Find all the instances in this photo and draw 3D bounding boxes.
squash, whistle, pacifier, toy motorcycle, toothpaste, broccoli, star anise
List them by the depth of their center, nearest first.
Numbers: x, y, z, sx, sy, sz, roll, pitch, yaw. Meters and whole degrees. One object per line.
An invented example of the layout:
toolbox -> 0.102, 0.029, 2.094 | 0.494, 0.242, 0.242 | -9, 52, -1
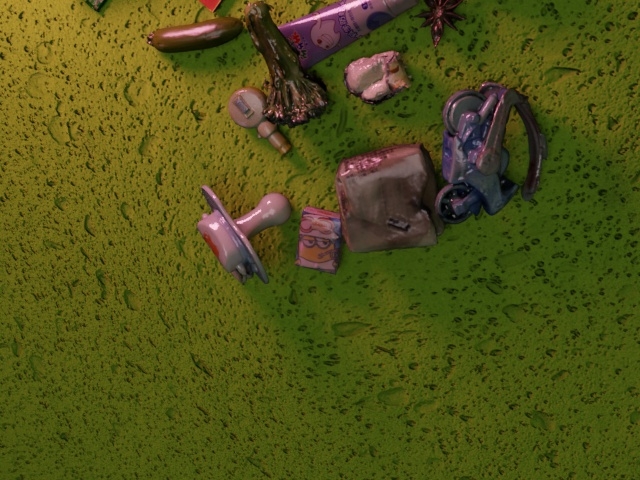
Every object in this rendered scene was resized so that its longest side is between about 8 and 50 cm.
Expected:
star anise -> 0.264, -0.492, 1.770 | 0.124, 0.056, 0.129 | 8, 97, 15
toy motorcycle -> 0.386, -0.186, 1.789 | 0.241, 0.182, 0.319 | 7, 111, 13
toothpaste -> 0.049, -0.496, 1.831 | 0.371, 0.080, 0.125 | -19, 108, 30
broccoli -> -0.096, -0.405, 1.835 | 0.165, 0.145, 0.304 | -13, 118, 21
squash -> -0.307, -0.492, 1.924 | 0.258, 0.069, 0.069 | -6, 109, 17
whistle -> -0.147, -0.290, 1.964 | 0.104, 0.057, 0.198 | -36, 97, 25
pacifier -> -0.176, -0.035, 2.022 | 0.233, 0.244, 0.299 | -34, 75, -6

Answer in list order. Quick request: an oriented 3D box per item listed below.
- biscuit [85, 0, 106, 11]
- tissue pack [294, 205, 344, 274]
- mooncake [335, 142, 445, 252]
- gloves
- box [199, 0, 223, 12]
biscuit -> -0.543, -0.607, 1.972 | 0.046, 0.016, 0.089 | 45, 115, -3
tissue pack -> 0.000, 0.000, 2.033 | 0.116, 0.065, 0.155 | 12, 114, 10
mooncake -> 0.161, -0.103, 1.909 | 0.255, 0.136, 0.250 | -7, 110, 13
gloves -> 0.131, -0.375, 1.849 | 0.153, 0.070, 0.114 | -13, 115, 26
box -> -0.248, -0.619, 1.883 | 0.090, 0.023, 0.133 | 43, 115, -2
